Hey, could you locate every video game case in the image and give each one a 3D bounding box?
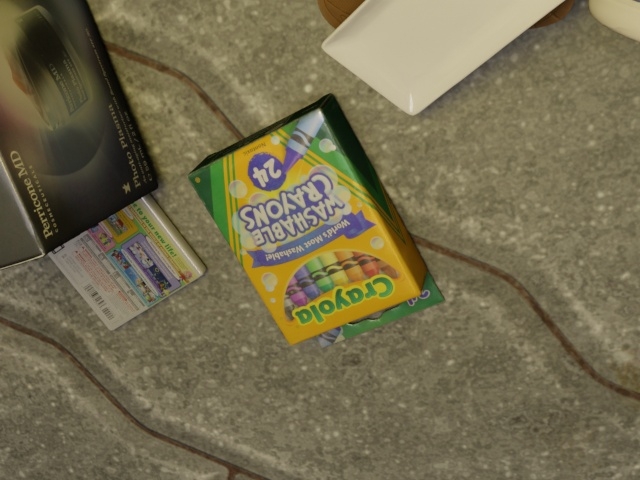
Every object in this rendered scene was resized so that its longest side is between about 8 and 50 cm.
[{"bbox_3d":[-0.298,0.006,1.204,0.193,0.023,0.212,-31,103,24],"label":"video game case"}]

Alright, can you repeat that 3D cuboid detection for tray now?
[{"bbox_3d":[0.135,-0.247,0.891,0.145,0.030,0.270,34,138,-20],"label":"tray"}]

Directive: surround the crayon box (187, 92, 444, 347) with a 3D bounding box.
[{"bbox_3d":[0.000,0.000,1.096,0.203,0.083,0.323,-24,107,22],"label":"crayon box"}]

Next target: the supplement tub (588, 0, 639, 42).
[{"bbox_3d":[0.406,-0.336,0.760,0.235,0.235,0.324,15,116,7],"label":"supplement tub"}]

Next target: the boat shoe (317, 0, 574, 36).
[{"bbox_3d":[0.139,-0.285,0.942,0.285,0.089,0.104,3,140,15],"label":"boat shoe"}]

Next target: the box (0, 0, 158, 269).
[{"bbox_3d":[-0.372,-0.137,0.991,0.183,0.294,0.296,-15,104,20],"label":"box"}]
